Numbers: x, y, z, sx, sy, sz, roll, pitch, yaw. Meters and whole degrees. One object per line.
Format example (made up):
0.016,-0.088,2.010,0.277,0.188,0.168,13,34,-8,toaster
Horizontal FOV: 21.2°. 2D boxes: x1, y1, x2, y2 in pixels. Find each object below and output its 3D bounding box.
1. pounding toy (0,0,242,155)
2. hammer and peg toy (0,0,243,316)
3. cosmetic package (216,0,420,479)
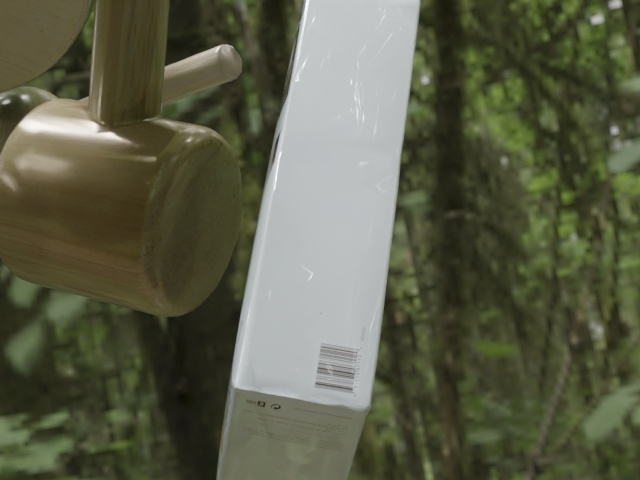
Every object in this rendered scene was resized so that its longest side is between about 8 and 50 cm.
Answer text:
-0.155,-0.154,0.810,0.183,0.237,0.110,-27,24,35,pounding toy
-0.149,-0.085,0.389,0.127,0.265,0.361,6,1,26,hammer and peg toy
0.000,0.000,0.779,0.060,0.239,0.099,9,-39,0,cosmetic package
